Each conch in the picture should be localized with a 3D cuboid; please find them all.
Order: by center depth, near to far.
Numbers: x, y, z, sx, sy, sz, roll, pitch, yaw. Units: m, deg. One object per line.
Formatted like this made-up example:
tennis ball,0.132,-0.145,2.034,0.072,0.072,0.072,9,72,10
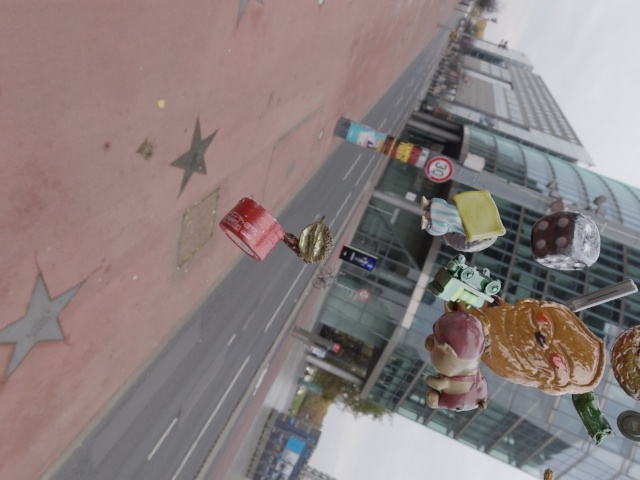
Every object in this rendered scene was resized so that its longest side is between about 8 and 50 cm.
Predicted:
conch,0.466,0.233,1.372,0.109,0.093,0.330,-36,-133,17

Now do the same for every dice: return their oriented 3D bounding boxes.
dice,0.937,0.005,1.618,0.182,0.182,0.183,-16,-124,60

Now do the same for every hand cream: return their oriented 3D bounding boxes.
hand cream,-0.222,-0.034,1.366,0.125,0.193,0.193,-47,168,-14

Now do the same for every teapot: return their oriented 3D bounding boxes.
teapot,1.001,0.600,1.329,0.091,0.092,0.124,22,52,-46

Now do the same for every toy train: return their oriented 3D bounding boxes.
toy train,0.416,0.127,1.200,0.132,0.200,0.083,-55,-154,16

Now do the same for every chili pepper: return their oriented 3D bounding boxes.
chili pepper,1.011,0.640,1.575,0.061,0.098,0.224,54,26,-54

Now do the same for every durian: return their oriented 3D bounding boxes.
durian,0.000,0.000,1.562,0.091,0.149,0.188,12,90,-46

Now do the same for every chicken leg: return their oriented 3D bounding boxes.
chicken leg,-0.103,0.012,1.625,0.048,0.219,0.089,-46,178,-1

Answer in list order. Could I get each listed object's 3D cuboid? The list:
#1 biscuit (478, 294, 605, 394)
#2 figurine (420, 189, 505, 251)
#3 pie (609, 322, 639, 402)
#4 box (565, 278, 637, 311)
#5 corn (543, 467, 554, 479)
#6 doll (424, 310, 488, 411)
biscuit,0.747,0.351,1.451,0.078,0.456,0.349,95,1,-54
figurine,0.618,-0.039,1.968,0.377,0.362,0.266,91,5,-62
pie,0.686,0.281,0.914,0.033,0.088,0.190,13,64,-70
box,1.136,0.227,1.713,0.103,0.244,0.055,30,39,-67
corn,0.670,0.708,1.240,0.027,0.028,0.083,15,-78,59
doll,0.341,0.293,1.059,0.196,0.152,0.255,-59,145,-67
